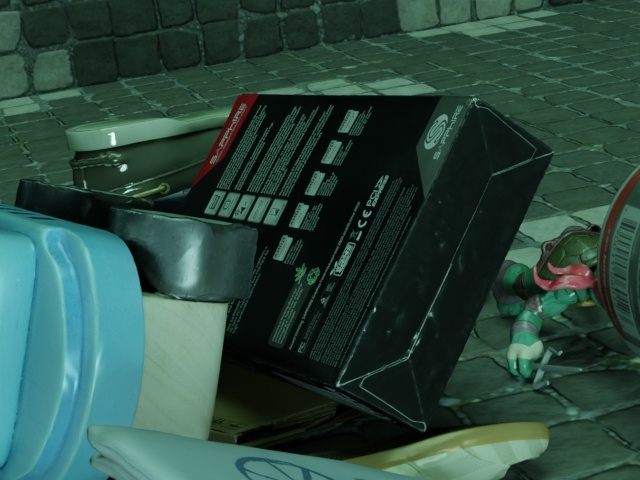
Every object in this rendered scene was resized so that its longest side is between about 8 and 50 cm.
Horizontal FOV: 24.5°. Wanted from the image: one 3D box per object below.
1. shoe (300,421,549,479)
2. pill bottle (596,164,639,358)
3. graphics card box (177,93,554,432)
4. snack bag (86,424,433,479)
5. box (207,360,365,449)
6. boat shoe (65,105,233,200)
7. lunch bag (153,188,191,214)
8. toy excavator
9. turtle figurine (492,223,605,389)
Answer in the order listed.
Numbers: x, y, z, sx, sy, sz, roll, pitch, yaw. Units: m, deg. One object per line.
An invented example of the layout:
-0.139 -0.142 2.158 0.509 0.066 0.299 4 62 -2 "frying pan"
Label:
0.062 0.167 1.038 0.219 0.058 0.076 -8 -3 -19 "shoe"
0.343 0.037 1.007 0.210 0.210 0.363 -9 10 -7 "pill bottle"
0.000 0.000 1.174 0.094 0.232 0.371 31 -11 -28 "graphics card box"
0.092 0.188 0.723 0.323 0.037 0.343 18 6 -43 "snack bag"
-0.083 0.132 1.212 0.201 0.021 0.164 7 12 41 "box"
-0.112 -0.087 1.493 0.305 0.091 0.109 -10 10 -33 "boat shoe"
-0.119 -0.006 1.561 0.243 0.114 0.303 3 20 12 "lunch bag"
-0.330 0.049 1.033 0.445 0.222 0.433 8 3 -39 "toy excavator"
0.233 0.045 1.274 0.175 0.118 0.234 -9 12 -8 "turtle figurine"
